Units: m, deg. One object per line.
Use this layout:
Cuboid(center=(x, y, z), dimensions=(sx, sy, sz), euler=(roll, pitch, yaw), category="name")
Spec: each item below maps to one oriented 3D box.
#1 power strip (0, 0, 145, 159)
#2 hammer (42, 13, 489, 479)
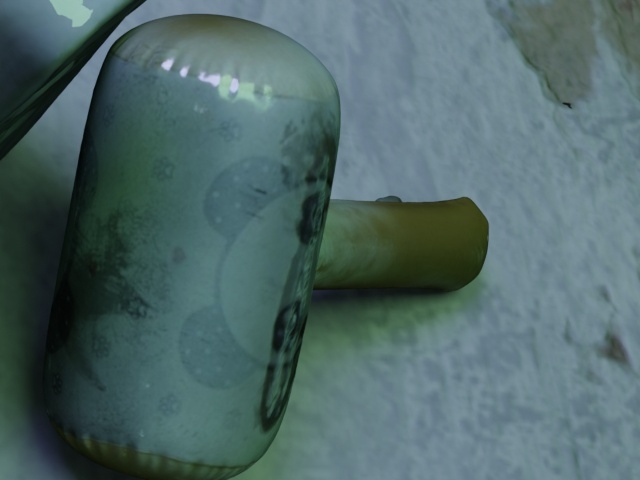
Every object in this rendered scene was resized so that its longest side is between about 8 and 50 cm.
Cuboid(center=(-0.172, -0.077, 0.606), dimensions=(0.141, 0.261, 0.229), euler=(45, 47, -6), category="power strip")
Cuboid(center=(0.000, 0.000, 0.778), dimensions=(0.113, 0.202, 0.305), euler=(22, 15, 32), category="hammer")
